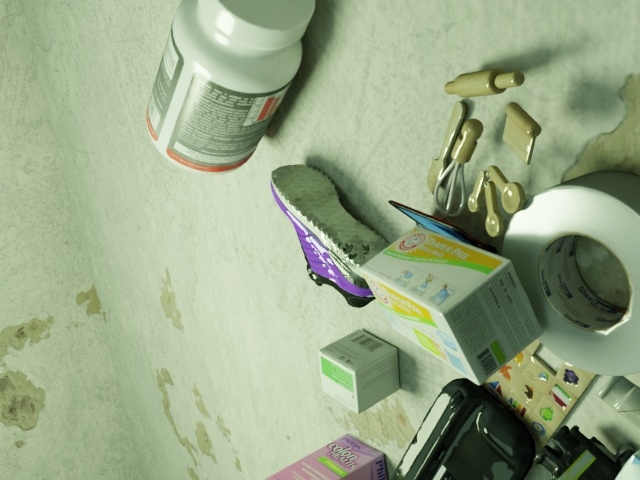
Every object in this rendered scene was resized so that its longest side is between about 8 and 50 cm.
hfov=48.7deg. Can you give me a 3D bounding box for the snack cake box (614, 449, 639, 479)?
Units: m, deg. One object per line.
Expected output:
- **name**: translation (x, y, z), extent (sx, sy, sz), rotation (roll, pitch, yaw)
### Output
- **snack cake box**: translation (0.381, 0.199, 0.595), extent (0.152, 0.264, 0.089), rotation (42, 137, 36)

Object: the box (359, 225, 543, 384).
- **box**: translation (0.154, 0.071, 0.875), extent (0.114, 0.103, 0.203), rotation (60, 166, -23)

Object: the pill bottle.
- **pill bottle**: translation (-0.153, -0.284, 1.164), extent (0.210, 0.210, 0.363), rotation (60, 146, 15)

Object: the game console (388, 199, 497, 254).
- **game console**: translation (0.160, 0.016, 0.974), extent (0.144, 0.085, 0.124), rotation (29, 120, 50)

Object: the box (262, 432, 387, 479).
- **box**: translation (0.009, 0.526, 1.335), extent (0.117, 0.243, 0.213), rotation (11, 116, 53)

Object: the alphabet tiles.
- **alphabet tiles**: translation (0.259, 0.143, 0.980), extent (0.237, 0.009, 0.198), rotation (47, 141, 32)

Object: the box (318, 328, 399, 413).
- **box**: translation (0.066, 0.223, 1.217), extent (0.101, 0.102, 0.087), rotation (22, 127, 47)

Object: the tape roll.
- **tape roll**: translation (0.311, 0.036, 0.787), extent (0.219, 0.072, 0.219), rotation (31, 132, 43)

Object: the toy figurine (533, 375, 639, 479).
- **toy figurine**: translation (0.319, 0.275, 0.781), extent (0.148, 0.209, 0.213), rotation (42, 137, 26)

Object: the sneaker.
- **sneaker**: translation (0.000, 0.000, 1.194), extent (0.293, 0.102, 0.146), rotation (49, 143, 28)

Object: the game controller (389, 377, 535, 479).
- **game controller**: translation (0.194, 0.367, 1.066), extent (0.166, 0.067, 0.319), rotation (37, 117, 29)

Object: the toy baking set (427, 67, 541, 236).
- **toy baking set**: translation (0.184, -0.112, 0.875), extent (0.256, 0.030, 0.196), rotation (-146, 56, -68)
